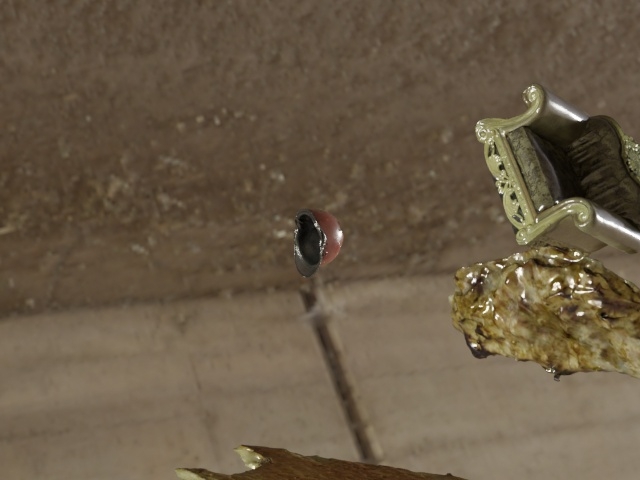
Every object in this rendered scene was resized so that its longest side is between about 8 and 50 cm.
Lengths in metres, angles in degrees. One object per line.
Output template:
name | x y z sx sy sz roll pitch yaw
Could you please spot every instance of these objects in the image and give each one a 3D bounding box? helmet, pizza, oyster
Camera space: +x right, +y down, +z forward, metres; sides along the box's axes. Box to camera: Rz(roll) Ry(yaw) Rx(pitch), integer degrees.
helmet | 0.001 0.001 1.583 0.049 0.065 0.084 -8 111 -33
pizza | 0.014 0.205 1.008 0.262 0.034 0.181 10 -168 16
oyster | 0.306 0.100 1.645 0.396 0.111 0.204 6 144 43

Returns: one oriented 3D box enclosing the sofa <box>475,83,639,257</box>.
sofa | 0.382 -0.104 2.014 0.182 0.258 0.200 -33 149 29
